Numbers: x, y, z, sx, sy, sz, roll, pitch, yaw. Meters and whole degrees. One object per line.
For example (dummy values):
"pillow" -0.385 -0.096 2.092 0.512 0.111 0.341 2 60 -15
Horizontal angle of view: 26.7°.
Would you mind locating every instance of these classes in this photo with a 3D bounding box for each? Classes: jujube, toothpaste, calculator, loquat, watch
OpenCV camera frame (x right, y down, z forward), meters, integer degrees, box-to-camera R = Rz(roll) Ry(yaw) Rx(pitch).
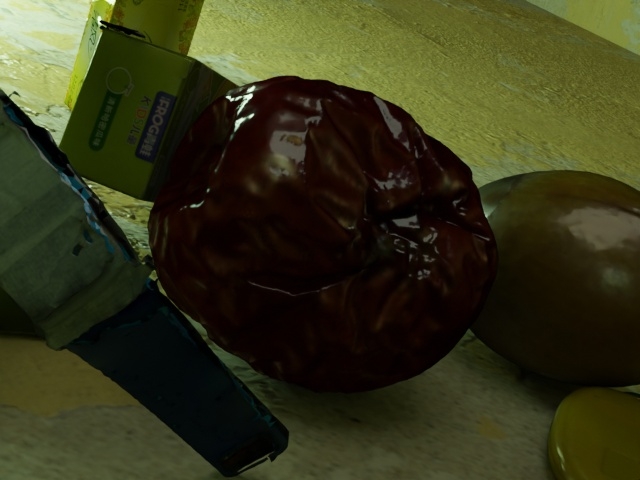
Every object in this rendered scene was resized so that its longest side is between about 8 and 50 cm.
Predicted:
"jujube" 0.000 0.000 0.950 0.232 0.213 0.213 29 14 -24
"toothpaste" -0.112 -0.086 1.091 0.077 0.110 0.327 20 1 10
"calculator" 0.239 0.159 0.986 0.146 0.032 0.235 22 21 9
"loquat" 0.205 0.028 1.103 0.227 0.179 0.179 16 18 18
"watch" -0.144 -0.009 0.767 0.276 0.068 0.274 46 -4 30

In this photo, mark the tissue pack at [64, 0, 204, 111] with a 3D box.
"tissue pack" -0.187 -0.201 1.371 0.095 0.176 0.062 7 23 -34

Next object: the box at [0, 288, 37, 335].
"box" -0.291 0.003 0.920 0.311 0.043 0.173 7 22 -30
